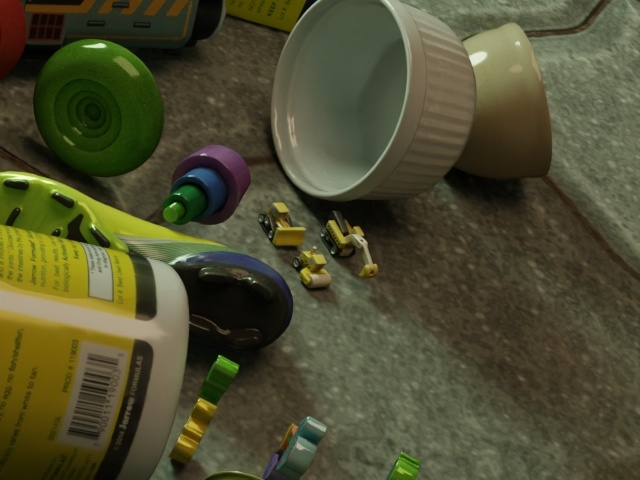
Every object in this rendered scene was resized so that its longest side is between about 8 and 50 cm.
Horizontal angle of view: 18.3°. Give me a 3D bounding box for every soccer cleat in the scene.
[{"bbox_3d":[-0.162,0.021,1.687,0.289,0.093,0.121,21,5,-1],"label":"soccer cleat"}]

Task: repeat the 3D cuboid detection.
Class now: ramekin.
[{"bbox_3d":[0.056,-0.134,1.913,0.109,0.207,0.207,9,38,-39],"label":"ramekin"}]

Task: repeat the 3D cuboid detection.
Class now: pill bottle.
[{"bbox_3d":[-0.278,0.072,1.431,0.334,0.188,0.188,14,37,-19],"label":"pill bottle"}]

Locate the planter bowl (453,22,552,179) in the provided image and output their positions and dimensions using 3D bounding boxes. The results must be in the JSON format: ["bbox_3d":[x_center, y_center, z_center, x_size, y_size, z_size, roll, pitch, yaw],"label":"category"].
[{"bbox_3d":[0.161,-0.134,2.035,0.109,0.162,0.162,-12,45,-8],"label":"planter bowl"}]

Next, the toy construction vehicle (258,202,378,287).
[{"bbox_3d":[0.000,0.000,1.841,0.086,0.035,0.098,0,43,-33],"label":"toy construction vehicle"}]

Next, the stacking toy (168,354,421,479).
[{"bbox_3d":[-0.024,0.164,1.482,0.167,0.221,0.052,28,71,-1],"label":"stacking toy"}]

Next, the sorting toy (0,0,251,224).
[{"bbox_3d":[-0.238,-0.115,1.737,0.365,0.127,0.126,33,26,8],"label":"sorting toy"}]

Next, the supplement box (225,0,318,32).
[{"bbox_3d":[-0.143,-0.388,2.105,0.356,0.194,0.195,15,37,-18],"label":"supplement box"}]

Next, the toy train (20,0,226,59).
[{"bbox_3d":[-0.218,-0.270,1.910,0.334,0.190,0.142,-4,28,-40],"label":"toy train"}]

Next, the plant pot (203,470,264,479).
[{"bbox_3d":[-0.067,0.228,1.476,0.083,0.083,0.079,28,46,1],"label":"plant pot"}]
